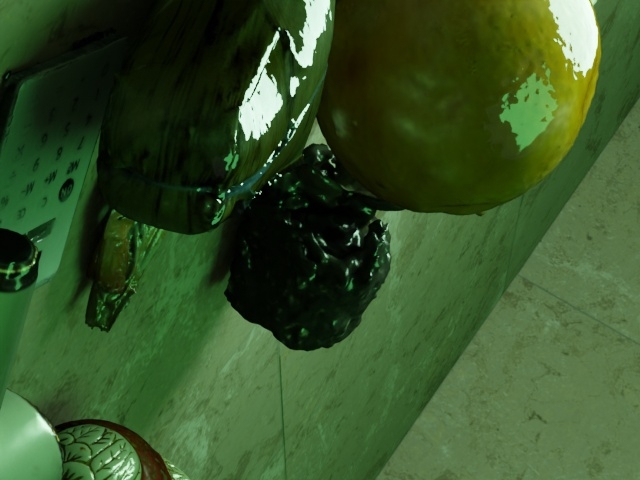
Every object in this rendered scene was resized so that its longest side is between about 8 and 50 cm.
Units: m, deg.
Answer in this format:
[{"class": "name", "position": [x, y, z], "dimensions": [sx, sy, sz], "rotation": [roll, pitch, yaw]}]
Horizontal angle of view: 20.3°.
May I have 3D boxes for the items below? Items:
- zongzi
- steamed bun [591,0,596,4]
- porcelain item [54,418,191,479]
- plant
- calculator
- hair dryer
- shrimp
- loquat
[{"class": "zongzi", "position": [-0.064, -0.197, 1.461], "dimensions": [0.323, 0.160, 0.360], "rotation": [-63, 171, -73]}, {"class": "steamed bun", "position": [0.270, -0.401, 2.142], "dimensions": [0.283, 0.177, 0.283], "rotation": [-57, 162, -29]}, {"class": "porcelain item", "position": [-0.228, 0.314, 1.805], "dimensions": [0.253, 0.253, 0.253], "rotation": [-53, 163, -23]}, {"class": "plant", "position": [0.000, 0.000, 2.039], "dimensions": [0.204, 0.178, 0.234], "rotation": [-33, 155, -57]}, {"class": "calculator", "position": [-0.240, -0.045, 1.490], "dimensions": [0.161, 0.021, 0.261], "rotation": [-36, 152, -55]}, {"class": "hair dryer", "position": [-0.288, 0.125, 1.446], "dimensions": [0.203, 0.128, 0.362], "rotation": [-37, 154, -52]}, {"class": "shrimp", "position": [-0.183, -0.009, 1.688], "dimensions": [0.115, 0.051, 0.217], "rotation": [-14, 134, -60]}, {"class": "loquat", "position": [0.136, -0.188, 1.888], "dimensions": [0.328, 0.328, 0.328], "rotation": [-53, 163, -23]}]
